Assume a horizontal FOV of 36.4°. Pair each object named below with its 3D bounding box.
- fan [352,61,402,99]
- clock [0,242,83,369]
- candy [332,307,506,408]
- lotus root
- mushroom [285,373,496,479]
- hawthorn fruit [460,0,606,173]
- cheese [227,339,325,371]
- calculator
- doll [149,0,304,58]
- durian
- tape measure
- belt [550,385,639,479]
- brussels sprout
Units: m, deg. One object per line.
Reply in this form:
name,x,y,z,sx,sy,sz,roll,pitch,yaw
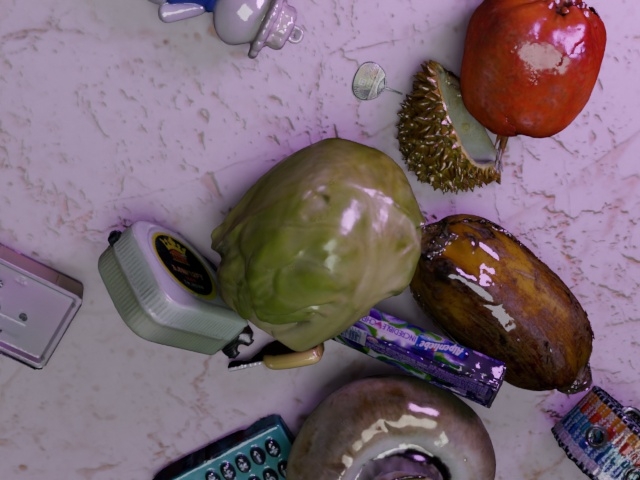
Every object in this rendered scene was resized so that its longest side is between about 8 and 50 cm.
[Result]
fan,0.083,-0.240,1.526,0.060,0.003,0.080,-41,110,6
clock,-0.482,0.093,1.506,0.192,0.071,0.147,28,102,-17
candy,0.143,0.173,1.567,0.313,0.088,0.061,24,61,12
lotus root,0.304,0.112,1.589,0.397,0.179,0.196,43,85,-18
mushroom,0.117,0.386,1.611,0.352,0.260,0.352,-2,101,-10
hawthorn fruit,0.306,-0.241,1.467,0.211,0.211,0.299,9,118,-13
cheese,-0.076,0.194,1.614,0.163,0.086,0.036,-12,104,9
calculator,-0.130,0.457,1.700,0.274,0.058,0.248,-27,112,-1
doll,-0.156,-0.356,1.392,0.293,0.119,0.138,24,87,-12
durian,0.200,-0.164,1.538,0.139,0.144,0.252,-44,108,-34
tape measure,-0.229,0.075,1.491,0.115,0.207,0.235,-44,149,13
belt,0.540,0.381,1.713,0.257,0.207,0.150,40,101,-12
brussels sprout,0.000,0.000,1.433,0.247,0.328,0.328,37,99,-20
